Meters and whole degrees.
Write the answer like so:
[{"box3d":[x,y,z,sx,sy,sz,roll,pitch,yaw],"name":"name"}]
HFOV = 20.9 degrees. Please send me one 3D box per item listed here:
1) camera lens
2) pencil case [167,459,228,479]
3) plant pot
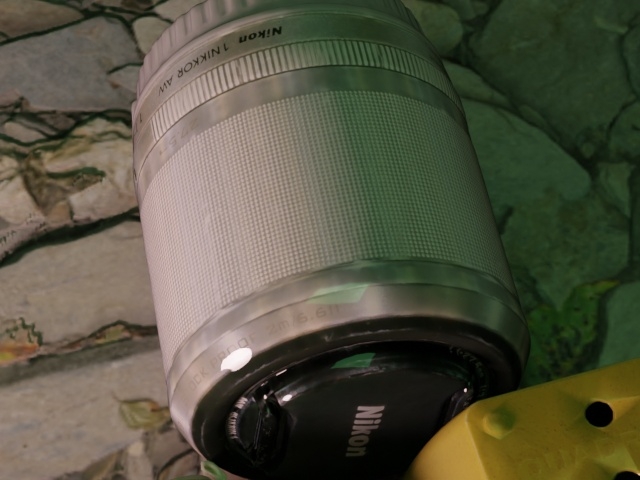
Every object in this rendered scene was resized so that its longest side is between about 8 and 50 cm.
[{"box3d":[0.000,0.000,1.087,0.219,0.219,0.274,-10,57,-4],"name":"camera lens"},{"box3d":[-0.023,0.311,0.927,0.183,0.160,0.410,-23,59,-23],"name":"pencil case"},{"box3d":[0.166,0.179,0.984,0.212,0.187,0.212,-14,58,-6],"name":"plant pot"}]
